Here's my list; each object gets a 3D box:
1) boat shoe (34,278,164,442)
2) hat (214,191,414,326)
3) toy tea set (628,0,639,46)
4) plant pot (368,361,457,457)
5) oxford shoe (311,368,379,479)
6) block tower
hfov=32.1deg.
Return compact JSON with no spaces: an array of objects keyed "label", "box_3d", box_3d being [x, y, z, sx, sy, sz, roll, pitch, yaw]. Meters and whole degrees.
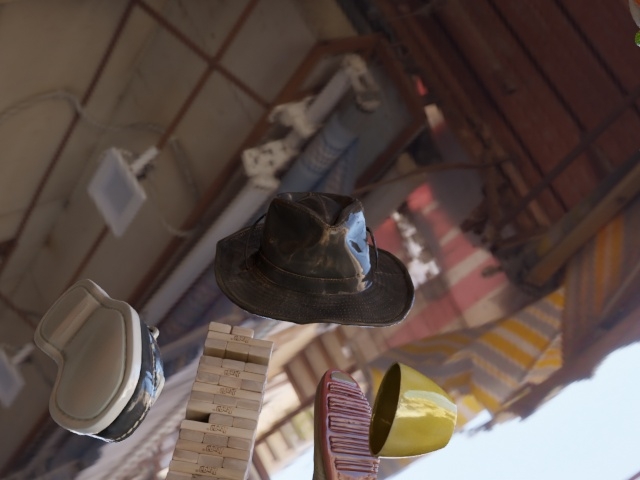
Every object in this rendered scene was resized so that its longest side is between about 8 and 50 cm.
[{"label":"boat shoe","box_3d":[-0.186,0.113,1.011,0.091,0.114,0.302,43,0,-23]},{"label":"hat","box_3d":[0.000,0.000,1.627,0.331,0.331,0.133,31,-60,38]},{"label":"toy tea set","box_3d":[0.437,-0.249,1.218,0.124,0.336,0.200,-54,-152,27]},{"label":"plant pot","box_3d":[0.133,0.245,1.543,0.134,0.095,0.134,-164,-90,-82]},{"label":"oxford shoe","box_3d":[0.016,0.373,1.750,0.130,0.123,0.348,-34,-132,40]},{"label":"block tower","box_3d":[-0.124,0.240,1.344,0.091,0.335,0.097,10,-54,0]}]
